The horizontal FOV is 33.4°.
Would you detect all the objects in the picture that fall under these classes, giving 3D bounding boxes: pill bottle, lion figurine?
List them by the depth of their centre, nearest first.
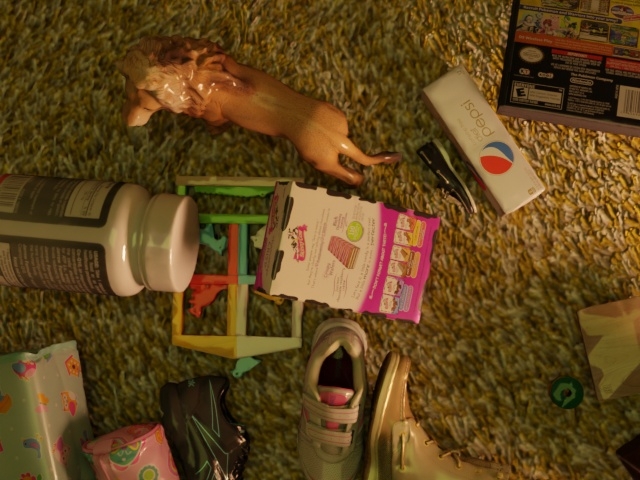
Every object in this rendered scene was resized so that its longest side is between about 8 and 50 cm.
[{"bbox_3d":[-0.075,-0.179,1.465,0.392,0.240,0.142,14,88,3],"label":"lion figurine"},{"bbox_3d":[-0.323,-0.005,1.498,0.283,0.161,0.161,5,87,10],"label":"pill bottle"}]

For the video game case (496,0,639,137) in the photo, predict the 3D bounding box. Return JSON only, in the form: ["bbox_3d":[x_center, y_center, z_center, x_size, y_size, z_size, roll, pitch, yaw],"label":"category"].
[{"bbox_3d":[0.403,-0.273,1.514,0.274,0.035,0.248,10,73,4],"label":"video game case"}]

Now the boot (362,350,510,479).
[{"bbox_3d":[0.165,0.292,1.495,0.203,0.095,0.262,6,94,5],"label":"boot"}]

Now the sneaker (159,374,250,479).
[{"bbox_3d":[-0.145,0.320,1.515,0.106,0.101,0.268,-17,89,-4],"label":"sneaker"}]

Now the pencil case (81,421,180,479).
[{"bbox_3d":[-0.241,0.399,1.486,0.124,0.124,0.284,-13,95,3],"label":"pencil case"}]

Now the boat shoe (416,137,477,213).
[{"bbox_3d":[0.183,-0.088,1.541,0.038,0.046,0.125,-30,83,2],"label":"boat shoe"}]

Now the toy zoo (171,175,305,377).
[{"bbox_3d":[-0.119,0.053,1.560,0.192,0.030,0.293,2,87,4],"label":"toy zoo"}]

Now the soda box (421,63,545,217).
[{"bbox_3d":[0.230,-0.140,1.527,0.069,0.074,0.216,-34,86,1],"label":"soda box"}]

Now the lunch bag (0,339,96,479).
[{"bbox_3d":[-0.466,0.269,1.511,0.262,0.160,0.224,-10,90,19],"label":"lunch bag"}]

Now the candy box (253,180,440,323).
[{"bbox_3d":[0.038,0.017,1.488,0.233,0.071,0.159,13,88,-23],"label":"candy box"}]

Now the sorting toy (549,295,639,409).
[{"bbox_3d":[0.449,0.146,1.513,0.274,0.046,0.132,-13,86,3],"label":"sorting toy"}]

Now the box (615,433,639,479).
[{"bbox_3d":[0.542,0.309,1.439,0.203,0.167,0.168,-35,86,1],"label":"box"}]

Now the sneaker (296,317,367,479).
[{"bbox_3d":[0.014,0.236,1.502,0.102,0.111,0.253,1,87,4],"label":"sneaker"}]
